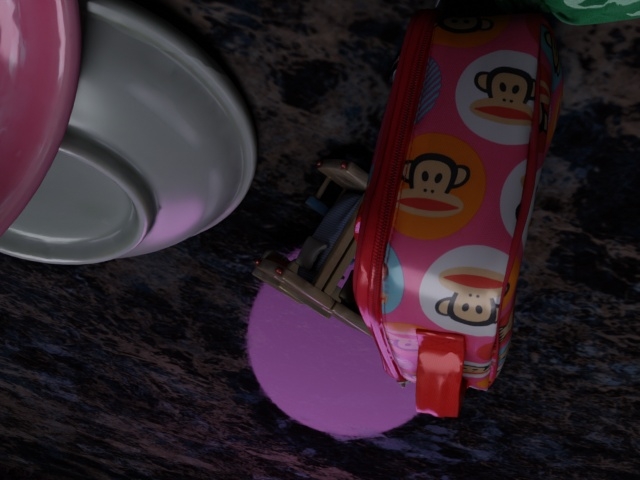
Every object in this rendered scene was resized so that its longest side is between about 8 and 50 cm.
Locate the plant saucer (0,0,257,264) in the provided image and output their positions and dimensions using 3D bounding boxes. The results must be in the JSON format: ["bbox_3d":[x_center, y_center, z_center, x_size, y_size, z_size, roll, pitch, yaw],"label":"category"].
[{"bbox_3d":[-0.264,-0.071,0.708,0.401,0.100,0.400,2,147,1],"label":"plant saucer"}]

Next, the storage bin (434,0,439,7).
[{"bbox_3d":[0.062,-0.221,0.438,0.091,0.098,0.135,27,146,1],"label":"storage bin"}]

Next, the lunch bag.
[{"bbox_3d":[0.103,0.004,0.555,0.120,0.258,0.293,8,159,14],"label":"lunch bag"}]

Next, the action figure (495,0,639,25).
[{"bbox_3d":[0.216,-0.187,0.444,0.232,0.063,0.137,-12,139,29],"label":"action figure"}]

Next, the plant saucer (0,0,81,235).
[{"bbox_3d":[-0.296,-0.104,0.443,0.084,0.332,0.332,27,150,21],"label":"plant saucer"}]

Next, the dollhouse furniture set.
[{"bbox_3d":[0.000,0.000,0.778,0.129,0.129,0.184,35,171,-26],"label":"dollhouse furniture set"}]
